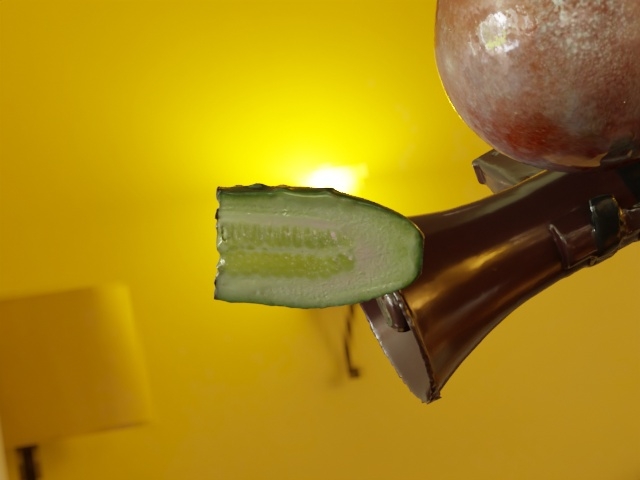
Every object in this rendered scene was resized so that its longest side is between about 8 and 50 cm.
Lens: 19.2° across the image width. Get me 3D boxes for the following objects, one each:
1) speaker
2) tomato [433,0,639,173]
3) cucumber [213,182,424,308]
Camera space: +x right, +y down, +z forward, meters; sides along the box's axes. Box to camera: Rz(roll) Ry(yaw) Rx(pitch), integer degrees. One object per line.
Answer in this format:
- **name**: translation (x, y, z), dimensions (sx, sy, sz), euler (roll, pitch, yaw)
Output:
- **speaker**: translation (0.183, 0.007, 1.855), dimensions (0.329, 0.198, 0.259), euler (-26, -3, -16)
- **tomato**: translation (0.236, -0.178, 1.677), dimensions (0.270, 0.227, 0.270), euler (-12, -26, -6)
- **cucumber**: translation (0.000, 0.000, 0.961), dimensions (0.107, 0.067, 0.035), euler (4, 24, 8)
